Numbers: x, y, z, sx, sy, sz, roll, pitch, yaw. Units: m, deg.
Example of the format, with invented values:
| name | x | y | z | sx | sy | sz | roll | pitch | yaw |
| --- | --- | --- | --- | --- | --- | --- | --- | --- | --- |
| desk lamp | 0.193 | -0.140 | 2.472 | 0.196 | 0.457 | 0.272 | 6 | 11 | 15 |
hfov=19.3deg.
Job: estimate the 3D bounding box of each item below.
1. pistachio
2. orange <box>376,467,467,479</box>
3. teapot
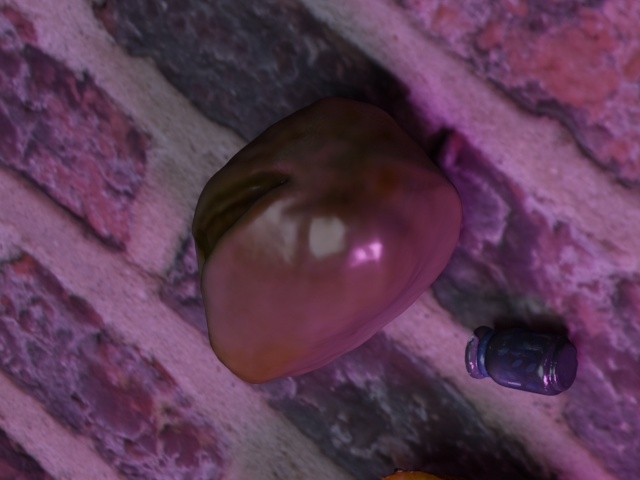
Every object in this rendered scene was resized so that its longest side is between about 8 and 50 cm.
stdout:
| name | x | y | z | sx | sy | sz | roll | pitch | yaw |
| --- | --- | --- | --- | --- | --- | --- | --- | --- | --- |
| pistachio | 0.000 | 0.000 | 1.476 | 0.288 | 0.197 | 0.166 | 127 | 144 | -55 |
| orange | 0.121 | 0.333 | 1.513 | 0.274 | 0.274 | 0.310 | 65 | 172 | -12 |
| teapot | 0.162 | 0.093 | 1.480 | 0.083 | 0.063 | 0.049 | 9 | 90 | 37 |
